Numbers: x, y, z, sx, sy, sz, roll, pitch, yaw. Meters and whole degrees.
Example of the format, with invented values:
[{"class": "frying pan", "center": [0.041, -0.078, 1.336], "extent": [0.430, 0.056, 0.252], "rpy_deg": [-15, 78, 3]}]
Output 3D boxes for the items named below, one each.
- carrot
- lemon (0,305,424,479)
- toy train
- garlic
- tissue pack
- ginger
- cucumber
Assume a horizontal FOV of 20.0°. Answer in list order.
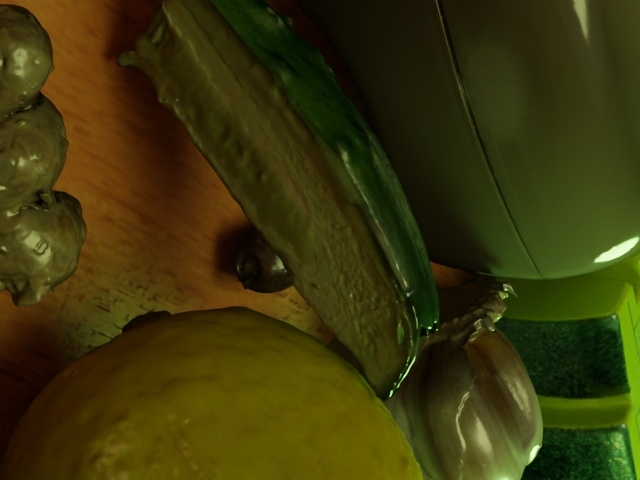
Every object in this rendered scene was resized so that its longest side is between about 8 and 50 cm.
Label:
[{"class": "carrot", "center": [0.000, 0.000, 1.487], "extent": [0.186, 0.060, 0.060], "rpy_deg": [-19, 114, -47]}, {"class": "lemon", "center": [-0.077, 0.217, 1.273], "extent": [0.348, 0.348, 0.347], "rpy_deg": [-15, 111, -43]}, {"class": "toy train", "center": [0.269, 0.157, 1.685], "extent": [0.272, 0.179, 0.442], "rpy_deg": [-56, 138, -46]}, {"class": "garlic", "center": [0.114, 0.122, 1.479], "extent": [0.257, 0.207, 0.207], "rpy_deg": [10, 94, -56]}, {"class": "tissue pack", "center": [0.163, -0.166, 1.424], "extent": [0.267, 0.277, 0.387], "rpy_deg": [-55, 134, -41]}, {"class": "ginger", "center": [-0.210, -0.060, 1.236], "extent": [0.104, 0.080, 0.204], "rpy_deg": [-53, 140, -56]}, {"class": "cucumber", "center": [-0.003, -0.050, 1.270], "extent": [0.105, 0.325, 0.145], "rpy_deg": [-22, 161, -41]}]
